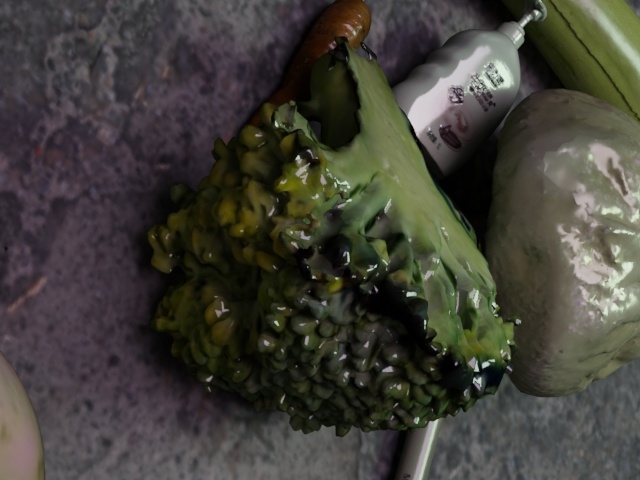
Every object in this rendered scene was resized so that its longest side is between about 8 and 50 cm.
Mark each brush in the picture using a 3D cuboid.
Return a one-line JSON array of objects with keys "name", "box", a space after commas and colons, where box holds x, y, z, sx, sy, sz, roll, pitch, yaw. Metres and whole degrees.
[{"name": "brush", "box": [0.075, 0.118, 1.345, 0.039, 0.042, 0.299, 29, 69, -36]}]

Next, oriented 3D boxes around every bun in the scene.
[{"name": "bun", "box": [0.188, 0.003, 1.344, 0.231, 0.133, 0.231, 2, 90, -79]}]

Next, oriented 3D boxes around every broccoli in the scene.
[{"name": "broccoli", "box": [-0.007, 0.016, 1.226, 0.242, 0.180, 0.273, 31, 30, -48]}]

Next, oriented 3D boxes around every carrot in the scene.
[{"name": "carrot", "box": [-0.012, -0.103, 1.297, 0.035, 0.036, 0.165, 47, 59, -26]}]

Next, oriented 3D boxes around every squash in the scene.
[{"name": "squash", "box": [0.195, -0.154, 1.454, 0.250, 0.083, 0.083, 47, 56, -25]}]

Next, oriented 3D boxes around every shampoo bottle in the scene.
[{"name": "shampoo bottle", "box": [0.110, -0.116, 1.376, 0.152, 0.045, 0.077, -47, 114, -21]}]

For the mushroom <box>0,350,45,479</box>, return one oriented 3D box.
[{"name": "mushroom", "box": [-0.203, 0.142, 1.008, 0.173, 0.162, 0.236, 36, 63, -30]}]
